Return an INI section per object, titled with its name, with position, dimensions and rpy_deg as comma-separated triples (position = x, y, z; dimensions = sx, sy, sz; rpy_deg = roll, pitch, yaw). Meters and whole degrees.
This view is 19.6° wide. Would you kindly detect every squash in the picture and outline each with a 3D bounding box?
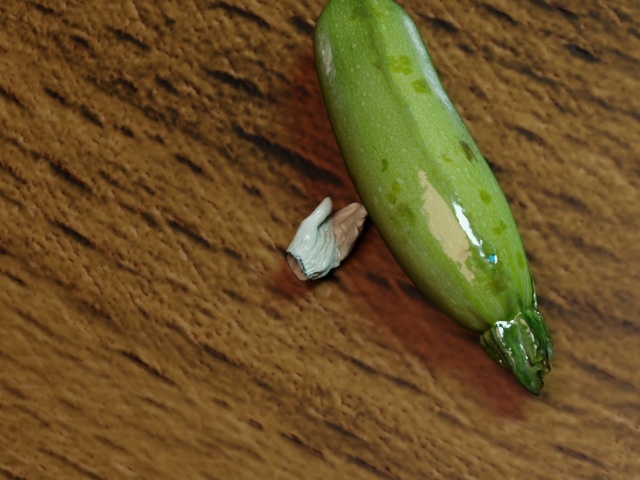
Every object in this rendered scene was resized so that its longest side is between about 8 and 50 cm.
[squash]
position = 0.069, -0.042, 1.251
dimensions = 0.094, 0.094, 0.341
rpy_deg = -29, 61, 10

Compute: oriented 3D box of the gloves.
[gloves]
position = 0.000, 0.000, 1.292
dimensions = 0.081, 0.037, 0.044
rpy_deg = -34, 95, -10
